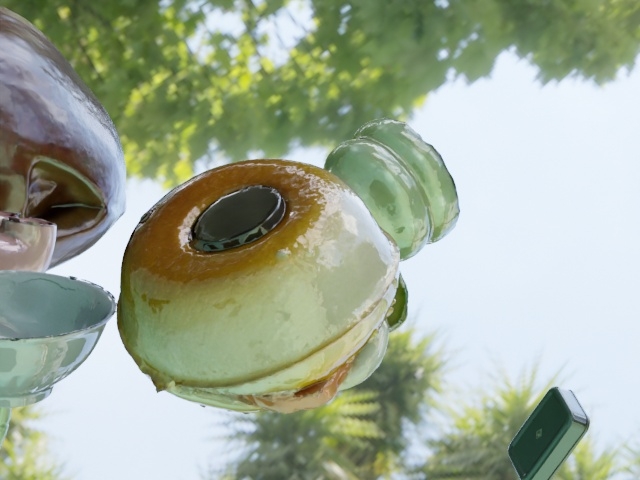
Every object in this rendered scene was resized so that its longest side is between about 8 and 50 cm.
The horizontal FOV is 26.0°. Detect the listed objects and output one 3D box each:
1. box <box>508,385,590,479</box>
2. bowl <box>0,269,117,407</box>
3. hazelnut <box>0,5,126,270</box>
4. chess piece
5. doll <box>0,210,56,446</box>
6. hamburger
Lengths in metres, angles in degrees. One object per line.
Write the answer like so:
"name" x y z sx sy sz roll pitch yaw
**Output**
"box" 0.294 0.256 1.806 0.031 0.091 0.126 24 -68 -21
"bowl" -0.270 0.091 1.195 0.189 0.189 0.086 14 -71 31
"hazelnut" -0.459 -0.102 1.772 0.429 0.402 0.402 36 -34 62
"chess piece" 0.000 0.000 1.271 0.133 0.243 0.133 39 -30 28
"doll" -0.407 0.098 1.483 0.284 0.216 0.268 13 -84 38
"hamburger" -0.050 0.034 1.057 0.237 0.237 0.147 10 -46 34
